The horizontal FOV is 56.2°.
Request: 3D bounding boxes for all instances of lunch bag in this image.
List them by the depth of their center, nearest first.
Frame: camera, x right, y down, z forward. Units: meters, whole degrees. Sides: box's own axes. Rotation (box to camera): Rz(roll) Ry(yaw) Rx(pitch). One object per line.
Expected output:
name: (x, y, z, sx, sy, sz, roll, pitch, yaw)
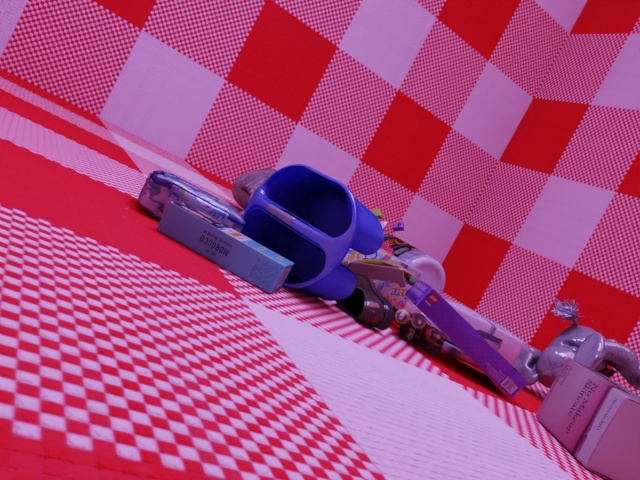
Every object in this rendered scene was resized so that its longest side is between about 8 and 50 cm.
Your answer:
lunch bag: (-0.274, -0.068, 1.271, 0.218, 0.090, 0.176, 28, 1, -17)
lunch bag: (-0.181, -0.154, 2.243, 0.255, 0.213, 0.305, 8, 12, -25)

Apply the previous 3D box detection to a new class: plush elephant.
plush elephant: (0.679, 0.346, 1.600, 0.271, 0.255, 0.330, -30, -89, 50)

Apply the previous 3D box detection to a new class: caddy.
caddy: (-0.034, -0.025, 1.277, 0.179, 0.241, 0.341, 31, 1, -44)

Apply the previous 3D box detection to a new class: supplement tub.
supplement tub: (0.243, 0.095, 1.957, 0.193, 0.194, 0.316, 26, 4, -32)

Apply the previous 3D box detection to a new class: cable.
cable: (0.225, 0.194, 1.440, 0.139, 0.072, 0.287, 31, 5, -2)

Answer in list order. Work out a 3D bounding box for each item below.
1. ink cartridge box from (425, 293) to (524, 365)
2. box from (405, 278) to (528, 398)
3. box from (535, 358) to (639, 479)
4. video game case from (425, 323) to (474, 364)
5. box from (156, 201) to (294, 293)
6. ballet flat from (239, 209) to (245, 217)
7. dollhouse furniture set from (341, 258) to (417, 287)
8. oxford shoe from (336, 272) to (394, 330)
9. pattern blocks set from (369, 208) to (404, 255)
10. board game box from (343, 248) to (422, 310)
ink cartridge box: (0.402, 0.240, 1.583, 0.217, 0.092, 0.158, 29, 4, -7)
box: (0.327, 0.217, 1.381, 0.293, 0.057, 0.201, 44, 2, -1)
box: (0.536, 0.344, 1.139, 0.126, 0.149, 0.232, 28, 4, -4)
video game case: (0.359, 0.279, 1.622, 0.226, 0.026, 0.206, 26, 5, -34)
box: (-0.174, 0.012, 1.122, 0.244, 0.060, 0.100, 29, 4, 5)
ballet flat: (-0.214, -0.056, 1.935, 0.114, 0.041, 0.041, 28, 4, -5)
dollhouse furniture set: (0.101, 0.023, 1.533, 0.301, 0.152, 0.197, 8, -1, 17)
oxford shoe: (0.072, 0.117, 1.336, 0.096, 0.083, 0.227, 21, 6, -28)
pattern blocks set: (0.129, -0.009, 1.999, 0.324, 0.285, 0.026, -11, -54, 35)
board game box: (0.134, 0.080, 1.755, 0.144, 0.142, 0.275, 24, 6, -46)
